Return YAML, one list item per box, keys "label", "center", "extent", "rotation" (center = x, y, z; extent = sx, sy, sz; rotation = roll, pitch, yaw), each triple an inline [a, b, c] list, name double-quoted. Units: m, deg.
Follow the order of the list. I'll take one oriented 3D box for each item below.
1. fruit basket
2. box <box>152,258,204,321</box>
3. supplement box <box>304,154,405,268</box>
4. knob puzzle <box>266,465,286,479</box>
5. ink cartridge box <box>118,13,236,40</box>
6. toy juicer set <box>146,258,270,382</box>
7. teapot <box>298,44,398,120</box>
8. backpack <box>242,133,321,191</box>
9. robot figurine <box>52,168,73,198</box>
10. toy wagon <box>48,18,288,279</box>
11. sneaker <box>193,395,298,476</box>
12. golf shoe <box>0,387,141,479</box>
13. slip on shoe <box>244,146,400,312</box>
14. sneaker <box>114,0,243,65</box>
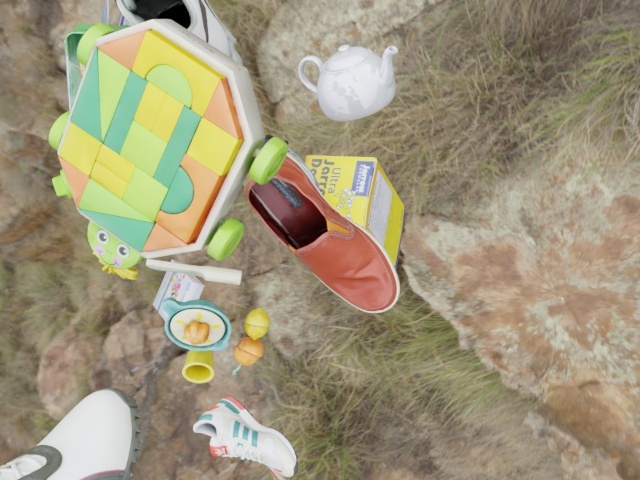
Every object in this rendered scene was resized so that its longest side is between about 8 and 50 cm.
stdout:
- label: "fruit basket"
  center: [-0.441, -0.281, 1.286]
  extent: [0.166, 0.326, 0.353]
  rotation: [1, 43, -15]
- label: "box"
  center: [-0.388, 0.150, 1.728]
  extent: [0.186, 0.038, 0.145]
  rotation: [32, 100, 53]
- label: "supplement box"
  center: [0.090, -0.068, 1.725]
  extent: [0.196, 0.356, 0.194]
  rotation: [5, 73, 21]
- label: "knob puzzle"
  center: [-0.064, 0.535, 1.311]
  extent: [0.030, 0.213, 0.213]
  rotation: [-36, 71, -18]
- label: "ink cartridge box"
  center: [-0.369, -0.465, 1.564]
  extent: [0.065, 0.333, 0.165]
  rotation: [30, 107, 36]
- label: "toy juicer set"
  center: [-0.213, 0.168, 1.302]
  extent: [0.210, 0.328, 0.089]
  rotation: [-7, 38, 4]
- label: "teapot"
  center: [0.088, -0.482, 1.870]
  extent: [0.256, 0.187, 0.252]
  rotation: [-24, 33, -2]
- label: "backpack"
  center: [-0.091, -0.134, 1.423]
  extent: [0.182, 0.115, 0.152]
  rotation: [41, 100, 13]
- label: "robot figurine"
  center: [-0.515, -0.130, 1.374]
  extent: [0.115, 0.101, 0.067]
  rotation: [-18, 104, -19]
- label: "toy wagon"
  center: [-0.207, -0.081, 0.773]
  extent: [0.267, 0.068, 0.344]
  rotation: [34, 115, 6]
- label: "sneaker"
  center: [-0.103, 0.274, 0.844]
  extent: [0.161, 0.075, 0.057]
  rotation: [28, 129, 35]
- label: "golf shoe"
  center: [-0.264, 0.238, 0.569]
  extent: [0.105, 0.120, 0.272]
  rotation: [1, 45, 32]
- label: "slip on shoe"
  center: [0.000, 0.000, 0.986]
  extent: [0.123, 0.101, 0.331]
  rotation: [-34, 109, 23]
- label: "sneaker"
  center: [-0.236, -0.359, 0.887]
  extent: [0.122, 0.146, 0.330]
  rotation: [-42, 72, 8]
